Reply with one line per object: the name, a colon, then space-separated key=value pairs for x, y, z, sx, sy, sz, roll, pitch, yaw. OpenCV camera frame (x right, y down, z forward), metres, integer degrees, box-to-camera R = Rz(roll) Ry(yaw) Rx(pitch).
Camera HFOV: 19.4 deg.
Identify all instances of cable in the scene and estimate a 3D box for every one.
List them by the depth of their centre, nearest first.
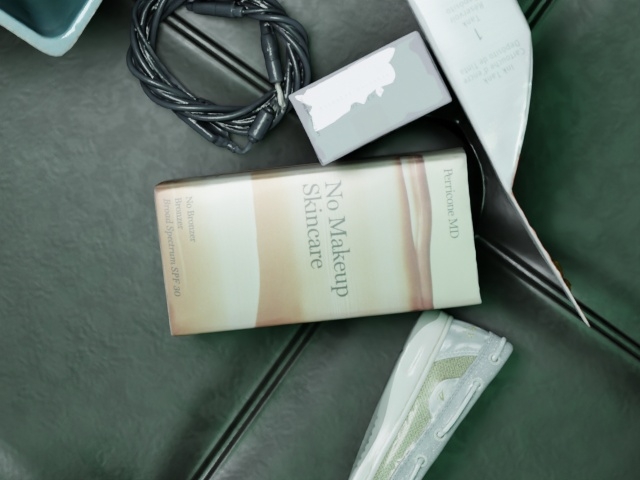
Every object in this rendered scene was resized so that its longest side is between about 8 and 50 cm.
cable: x=-0.102 y=-0.184 z=1.818 sx=0.184 sy=0.047 sz=0.150 roll=40 pitch=104 yaw=4

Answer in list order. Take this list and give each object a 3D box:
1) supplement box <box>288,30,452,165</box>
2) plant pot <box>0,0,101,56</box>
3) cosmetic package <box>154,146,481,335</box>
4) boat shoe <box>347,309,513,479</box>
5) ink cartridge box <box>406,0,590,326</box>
supplement box: x=0.049 y=-0.130 z=1.726 sx=0.130 sy=0.239 sz=0.073 roll=-27 pitch=93 yaw=6
plant pot: x=-0.289 y=-0.353 z=1.703 sx=0.247 sy=0.252 sz=0.248 roll=32 pitch=96 yaw=-23
cosmetic package: x=0.000 y=0.000 z=1.797 sx=0.296 sy=0.129 sz=0.153 roll=-7 pitch=94 yaw=3
boat shoe: x=0.084 y=0.226 z=1.822 sx=0.103 sy=0.118 sz=0.320 roll=22 pitch=90 yaw=4
ink cartridge box: x=0.171 y=-0.128 z=1.687 sx=0.091 sy=0.308 sz=0.385 roll=-29 pitch=94 yaw=6
